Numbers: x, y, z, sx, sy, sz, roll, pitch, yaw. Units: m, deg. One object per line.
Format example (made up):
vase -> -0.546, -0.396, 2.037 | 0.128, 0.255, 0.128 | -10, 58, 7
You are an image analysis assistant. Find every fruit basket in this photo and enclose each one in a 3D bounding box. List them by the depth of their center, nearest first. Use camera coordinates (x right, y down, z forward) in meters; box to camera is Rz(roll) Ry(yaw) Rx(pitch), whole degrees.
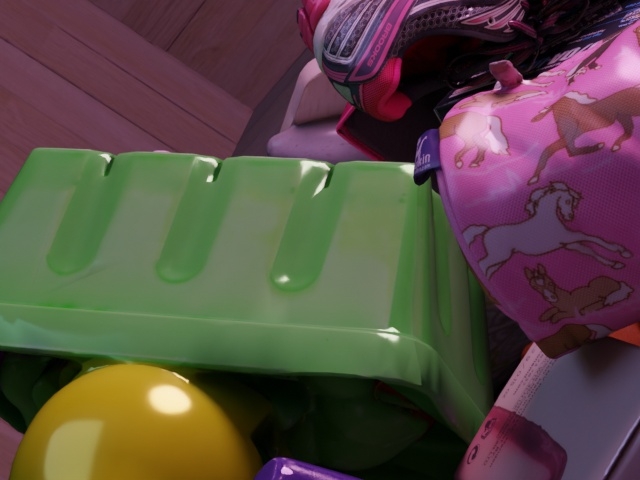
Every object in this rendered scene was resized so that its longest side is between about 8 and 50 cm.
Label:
fruit basket -> -0.081, 0.131, 1.304 | 0.392, 0.392, 0.283 | -59, -28, -12

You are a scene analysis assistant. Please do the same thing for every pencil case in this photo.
pencil case -> 0.248, -0.085, 1.098 | 0.386, 0.167, 0.160 | -28, 9, 19

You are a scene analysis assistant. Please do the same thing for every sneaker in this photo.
sneaker -> 0.138, -0.175, 1.415 | 0.299, 0.121, 0.112 | -27, 52, -4

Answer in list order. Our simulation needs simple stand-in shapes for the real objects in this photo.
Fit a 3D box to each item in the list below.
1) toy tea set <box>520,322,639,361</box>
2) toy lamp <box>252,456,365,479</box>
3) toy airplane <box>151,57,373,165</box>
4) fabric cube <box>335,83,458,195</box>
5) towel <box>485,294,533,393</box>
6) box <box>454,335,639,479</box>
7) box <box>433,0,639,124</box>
toy tea set -> 0.162, 0.026, 1.484 | 0.124, 0.200, 0.336 | -37, 18, 19
toy lamp -> 0.077, 0.212, 1.137 | 0.080, 0.274, 0.080 | -54, 10, 15
toy airplane -> 0.000, 0.000, 1.980 | 0.384, 0.386, 0.272 | -43, 59, 14
fabric cube -> 0.205, -0.175, 1.745 | 0.259, 0.254, 0.258 | -49, 11, 37
towel -> -0.005, 0.115, 1.659 | 0.320, 0.374, 0.090 | -49, 48, 27
box -> 0.193, 0.144, 1.159 | 0.127, 0.148, 0.232 | -57, 10, -2
box -> 0.210, -0.146, 1.446 | 0.220, 0.051, 0.175 | -14, 27, 50
